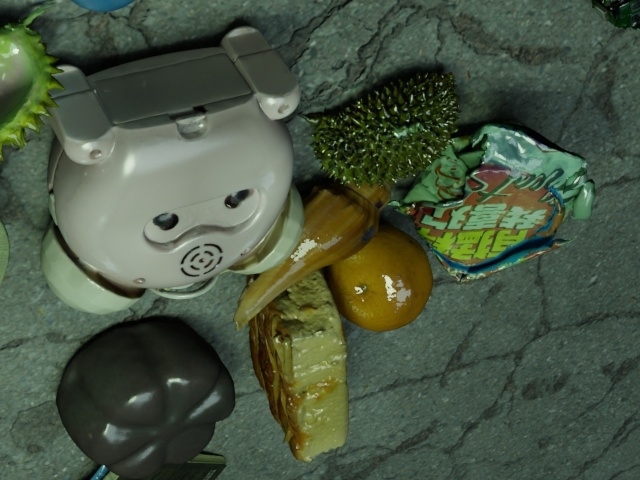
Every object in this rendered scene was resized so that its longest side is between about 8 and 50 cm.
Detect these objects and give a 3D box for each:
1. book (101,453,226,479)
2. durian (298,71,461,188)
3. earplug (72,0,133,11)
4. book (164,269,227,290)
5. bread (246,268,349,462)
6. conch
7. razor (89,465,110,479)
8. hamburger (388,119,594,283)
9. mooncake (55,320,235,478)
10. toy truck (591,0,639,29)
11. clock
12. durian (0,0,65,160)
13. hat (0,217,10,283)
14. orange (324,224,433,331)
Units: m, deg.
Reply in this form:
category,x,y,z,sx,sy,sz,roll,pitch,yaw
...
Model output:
category,x,y,z,sx,sy,sz,roll,pitch,yaw
book,-0.265,0.390,2.048,0.160,0.024,0.228,-48,148,17
durian,0.093,-0.138,1.723,0.220,0.095,0.137,-17,100,-6
earplug,-0.266,-0.333,1.320,0.132,0.132,0.273,-37,142,5
book,-0.166,0.025,1.798,0.111,0.014,0.077,-18,137,-16
bread,-0.034,0.166,1.891,0.114,0.185,0.275,-15,136,-10
conch,0.004,0.003,1.776,0.330,0.093,0.109,-51,155,-17
razor,-0.381,0.388,1.994,0.253,0.042,0.082,-39,139,8
hamburger,0.252,-0.077,1.882,0.260,0.151,0.276,30,127,-27
mooncake,-0.244,0.227,1.863,0.244,0.133,0.245,-23,141,-20
toy truck,0.399,-0.391,1.695,0.121,0.088,0.259,-25,137,-10
clock,-0.178,-0.069,1.596,0.342,0.184,0.326,-11,139,-16
durian,-0.437,-0.158,1.362,0.355,0.157,0.170,-5,115,-28
hat,-0.494,-0.009,1.480,0.257,0.130,0.257,-18,137,-17
orange,0.086,0.050,1.881,0.159,0.159,0.136,-58,170,26
